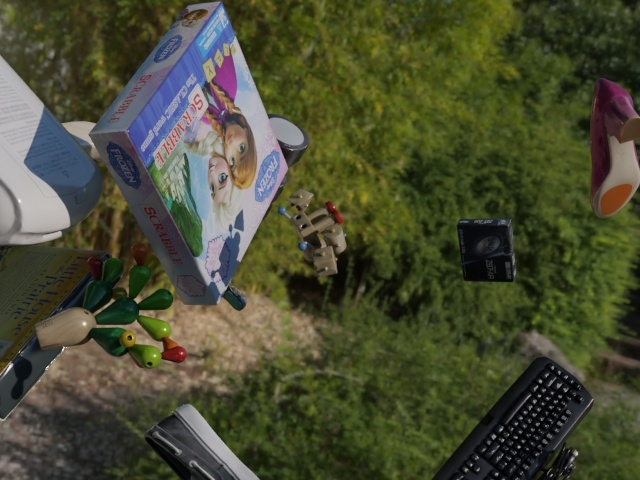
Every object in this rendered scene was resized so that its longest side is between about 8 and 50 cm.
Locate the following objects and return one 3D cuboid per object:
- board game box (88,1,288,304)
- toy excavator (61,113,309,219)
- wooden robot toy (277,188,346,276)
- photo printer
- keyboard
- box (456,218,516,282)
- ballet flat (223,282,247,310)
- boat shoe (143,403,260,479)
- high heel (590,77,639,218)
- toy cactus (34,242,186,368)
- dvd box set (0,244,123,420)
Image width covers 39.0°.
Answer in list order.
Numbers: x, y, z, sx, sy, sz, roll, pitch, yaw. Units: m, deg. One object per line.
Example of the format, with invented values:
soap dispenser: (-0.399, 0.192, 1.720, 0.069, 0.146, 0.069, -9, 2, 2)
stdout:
board game box: (-0.172, -0.127, 1.320, 0.066, 0.318, 0.318, 0, -46, 25)
toy excavator: (-0.299, -0.136, 1.633, 0.445, 0.222, 0.433, 30, 36, -3)
wooden robot toy: (0.000, 0.000, 1.271, 0.076, 0.079, 0.173, -23, 40, -7)
photo printer: (-0.452, -0.130, 1.256, 0.307, 0.107, 0.256, 48, 19, -3)
keyboard: (0.197, 0.198, 0.860, 0.100, 0.192, 0.038, 40, -23, 15)
box: (0.212, 0.013, 1.149, 0.067, 0.083, 0.018, 1, 29, 23)
ballet flat: (-0.200, 0.104, 1.940, 0.114, 0.041, 0.041, 45, 8, 10)
boat shoe: (-0.165, 0.382, 1.399, 0.102, 0.108, 0.301, -30, 58, -28)
high heel: (0.479, -0.151, 1.522, 0.082, 0.244, 0.117, -16, 48, -2)
toy cactus: (-0.277, 0.096, 1.173, 0.181, 0.112, 0.219, -17, 52, -19)
dvd box set: (-0.562, 0.126, 1.485, 0.421, 0.307, 0.062, 3, -44, 36)
